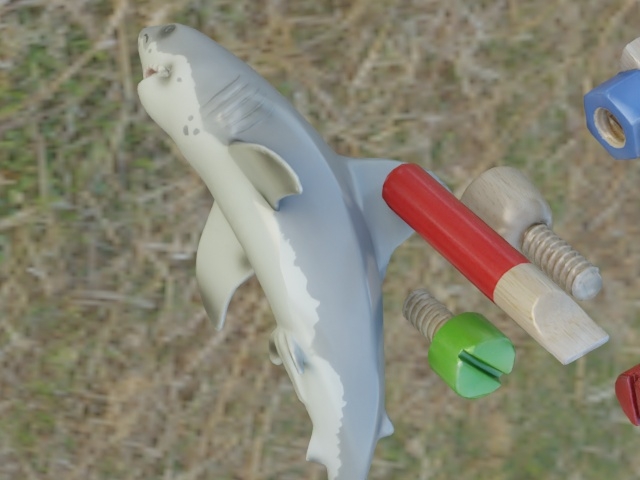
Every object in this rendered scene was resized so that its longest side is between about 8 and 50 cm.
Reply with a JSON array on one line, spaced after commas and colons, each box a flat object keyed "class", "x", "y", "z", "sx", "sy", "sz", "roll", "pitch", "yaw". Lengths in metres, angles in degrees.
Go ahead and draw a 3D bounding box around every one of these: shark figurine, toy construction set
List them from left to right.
[{"class": "shark figurine", "x": 0.015, "y": 0.023, "z": 0.898, "sx": 0.116, "sy": 0.166, "sz": 0.278, "roll": -24, "pitch": 104, "yaw": -24}, {"class": "toy construction set", "x": 0.210, "y": 0.034, "z": 0.880, "sx": 0.308, "sy": 0.237, "sz": 0.257, "roll": -6, "pitch": 124, "yaw": -33}]
